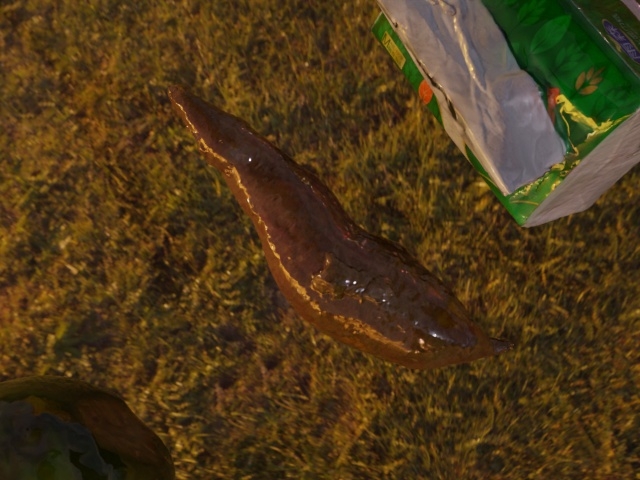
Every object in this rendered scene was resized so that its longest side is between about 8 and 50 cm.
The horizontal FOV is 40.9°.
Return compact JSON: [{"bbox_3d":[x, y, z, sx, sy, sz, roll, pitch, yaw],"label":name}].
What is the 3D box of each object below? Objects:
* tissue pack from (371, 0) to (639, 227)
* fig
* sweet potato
[{"bbox_3d":[0.134,-0.130,0.614,0.156,0.148,0.209,-16,65,-39],"label":"tissue pack"},{"bbox_3d":[-0.197,0.219,0.678,0.206,0.275,0.206,-4,70,12],"label":"fig"},{"bbox_3d":[-0.003,0.006,0.453,0.226,0.068,0.068,40,82,-1],"label":"sweet potato"}]
